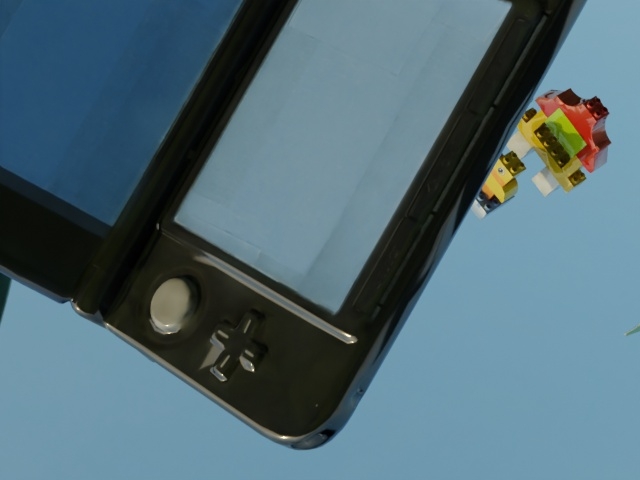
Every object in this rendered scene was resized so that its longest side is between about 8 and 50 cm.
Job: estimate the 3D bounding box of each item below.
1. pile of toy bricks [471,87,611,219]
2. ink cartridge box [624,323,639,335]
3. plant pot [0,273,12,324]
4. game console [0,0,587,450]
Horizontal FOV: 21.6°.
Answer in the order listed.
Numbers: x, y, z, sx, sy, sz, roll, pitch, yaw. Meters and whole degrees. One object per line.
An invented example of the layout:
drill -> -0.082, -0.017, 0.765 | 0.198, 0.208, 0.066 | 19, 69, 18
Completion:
pile of toy bricks -> 0.099, -0.120, 1.104 | 0.118, 0.105, 0.212 | -30, -100, -38
ink cartridge box -> 0.270, 0.019, 0.708 | 0.189, 0.255, 0.097 | -18, -104, -17
plant pot -> -0.366, 0.026, 1.283 | 0.195, 0.290, 0.290 | 14, -137, 3
game console -> -0.054, -0.093, 0.781 | 0.250, 0.293, 0.173 | 28, 179, 42
